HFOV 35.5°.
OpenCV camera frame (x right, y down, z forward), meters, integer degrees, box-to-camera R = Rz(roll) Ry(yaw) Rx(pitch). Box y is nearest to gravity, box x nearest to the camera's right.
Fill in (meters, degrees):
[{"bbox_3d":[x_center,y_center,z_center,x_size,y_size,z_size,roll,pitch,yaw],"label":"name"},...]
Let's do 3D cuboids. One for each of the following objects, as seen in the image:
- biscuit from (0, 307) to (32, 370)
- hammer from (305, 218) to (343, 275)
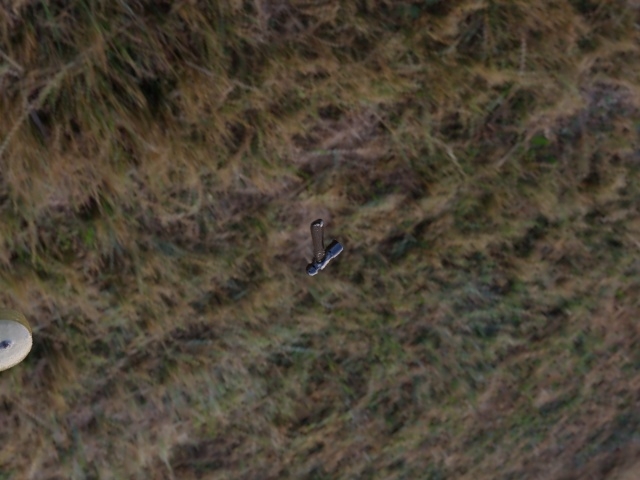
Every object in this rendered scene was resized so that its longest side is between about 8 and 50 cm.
[{"bbox_3d":[-0.388,0.090,0.978,0.153,0.030,0.234,-45,141,21],"label":"biscuit"},{"bbox_3d":[0.000,0.000,1.371,0.065,0.021,0.178,-42,163,-11],"label":"hammer"}]
